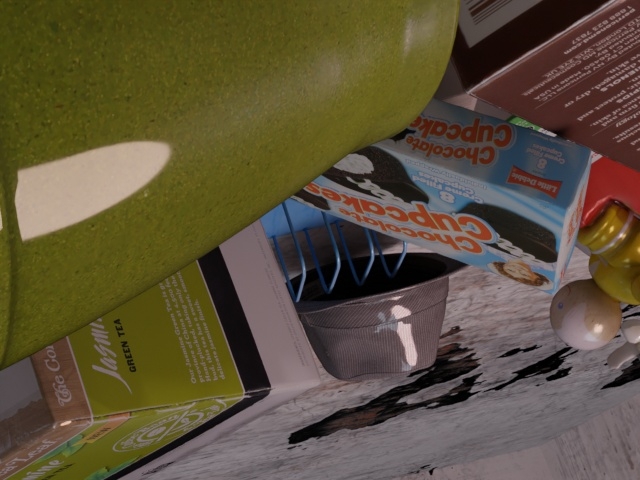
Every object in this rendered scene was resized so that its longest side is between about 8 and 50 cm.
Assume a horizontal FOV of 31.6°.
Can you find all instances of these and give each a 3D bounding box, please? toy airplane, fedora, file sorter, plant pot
[{"bbox_3d":[0.411,0.055,1.362,0.272,0.384,0.386,-34,158,11],"label":"toy airplane"},{"bbox_3d":[0.069,0.098,1.396,0.243,0.124,0.275,-17,-169,-31],"label":"fedora"},{"bbox_3d":[0.000,0.000,1.271,0.170,0.104,0.118,-14,159,-13],"label":"file sorter"},{"bbox_3d":[-0.130,-0.124,0.578,0.353,0.366,0.366,-20,162,-30],"label":"plant pot"}]

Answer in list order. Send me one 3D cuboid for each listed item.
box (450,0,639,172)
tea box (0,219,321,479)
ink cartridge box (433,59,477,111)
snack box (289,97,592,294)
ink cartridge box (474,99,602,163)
[{"bbox_3d":[0.228,-0.181,0.890,0.143,0.191,0.381,-30,157,28],"label":"box"},{"bbox_3d":[-0.241,0.109,1.020,0.329,0.220,0.323,-33,160,33],"label":"tea box"},{"bbox_3d":[0.081,-0.130,1.033,0.092,0.090,0.143,-16,160,-7],"label":"ink cartridge box"},{"bbox_3d":[0.059,-0.062,0.949,0.322,0.060,0.187,20,162,16],"label":"snack box"},{"bbox_3d":[0.209,-0.122,1.165,0.208,0.087,0.153,0,153,-41],"label":"ink cartridge box"}]
